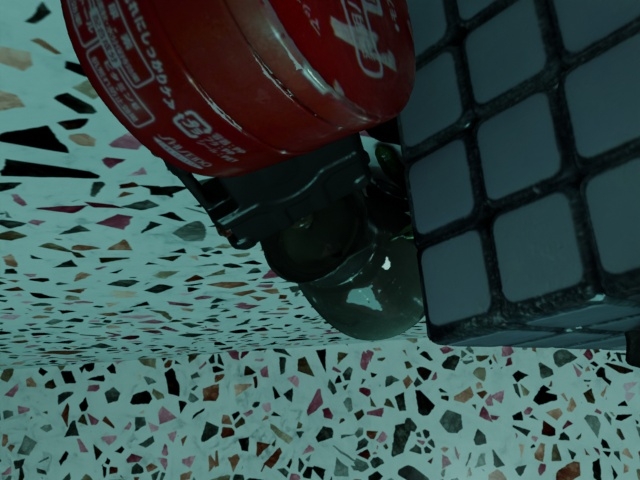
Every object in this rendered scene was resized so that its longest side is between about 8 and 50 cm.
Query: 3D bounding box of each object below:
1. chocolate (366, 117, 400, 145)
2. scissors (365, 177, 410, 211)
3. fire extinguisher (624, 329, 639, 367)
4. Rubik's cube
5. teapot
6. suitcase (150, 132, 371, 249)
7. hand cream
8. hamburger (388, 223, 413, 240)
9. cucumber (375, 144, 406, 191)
[{"bbox_3d":[0.110,-0.156,0.722,0.149,0.080,0.125,22,167,-22],"label":"chocolate"},{"bbox_3d":[0.067,-0.093,0.975,0.109,0.022,0.300,15,174,42],"label":"scissors"},{"bbox_3d":[0.322,0.084,0.459,0.376,0.113,0.200,16,-166,-45],"label":"fire extinguisher"},{"bbox_3d":[0.296,-0.098,0.552,0.345,0.336,0.344,9,157,-34],"label":"Rubik's cube"},{"bbox_3d":[0.020,-0.012,1.012,0.223,0.305,0.285,-40,142,10],"label":"teapot"},{"bbox_3d":[-0.059,-0.107,0.705,0.206,0.066,0.285,-28,151,0],"label":"suitcase"},{"bbox_3d":[-0.048,-0.162,0.444,0.150,0.230,0.230,-17,159,30],"label":"hand cream"},{"bbox_3d":[0.202,-0.057,0.920,0.235,0.125,0.214,-16,170,4],"label":"hamburger"},{"bbox_3d":[0.119,-0.102,0.982,0.036,0.033,0.184,14,172,29],"label":"cucumber"}]
